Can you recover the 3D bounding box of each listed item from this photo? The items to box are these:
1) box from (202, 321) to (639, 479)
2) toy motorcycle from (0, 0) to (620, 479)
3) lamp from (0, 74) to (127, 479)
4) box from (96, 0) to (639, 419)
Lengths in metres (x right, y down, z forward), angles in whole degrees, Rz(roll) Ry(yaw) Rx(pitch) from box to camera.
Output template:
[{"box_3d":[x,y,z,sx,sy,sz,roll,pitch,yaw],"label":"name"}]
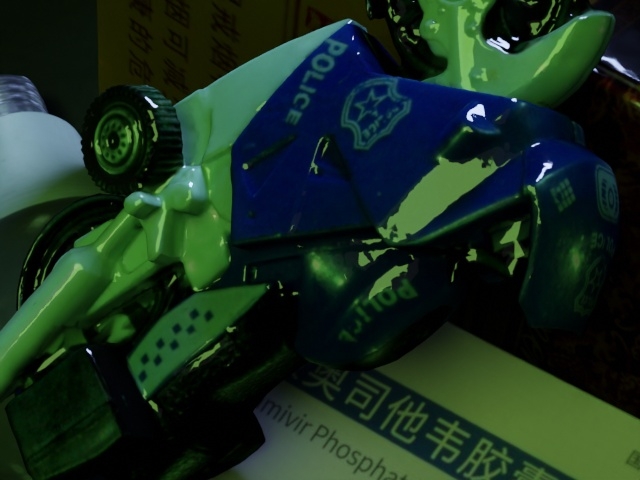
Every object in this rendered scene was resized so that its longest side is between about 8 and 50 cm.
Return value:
[{"box_3d":[0.051,0.145,0.766,0.343,0.065,0.200,27,72,33],"label":"box"},{"box_3d":[0.000,0.000,0.704,0.331,0.125,0.196,-38,65,19],"label":"toy motorcycle"},{"box_3d":[-0.172,0.033,0.981,0.182,0.182,0.314,-49,46,1],"label":"lamp"},{"box_3d":[0.061,-0.063,0.855,0.415,0.264,0.116,34,50,25],"label":"box"}]
